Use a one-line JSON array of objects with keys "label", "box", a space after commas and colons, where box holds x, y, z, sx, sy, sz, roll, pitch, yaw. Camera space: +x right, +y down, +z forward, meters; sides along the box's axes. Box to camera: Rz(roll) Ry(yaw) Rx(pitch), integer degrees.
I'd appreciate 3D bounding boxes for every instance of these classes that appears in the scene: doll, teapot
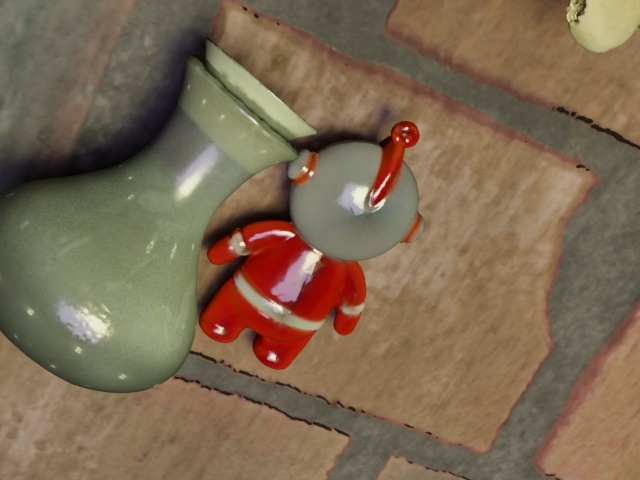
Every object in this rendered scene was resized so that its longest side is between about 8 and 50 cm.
[{"label": "doll", "box": [0.000, 0.000, 0.839, 0.142, 0.076, 0.245, 27, 113, -21]}, {"label": "teapot", "box": [-0.124, -0.021, 0.763, 0.183, 0.183, 0.251, 39, 94, -23]}]

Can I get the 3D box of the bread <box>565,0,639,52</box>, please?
[{"label": "bread", "box": [0.224, -0.262, 0.711, 0.182, 0.039, 0.250, -24, 119, -35]}]
